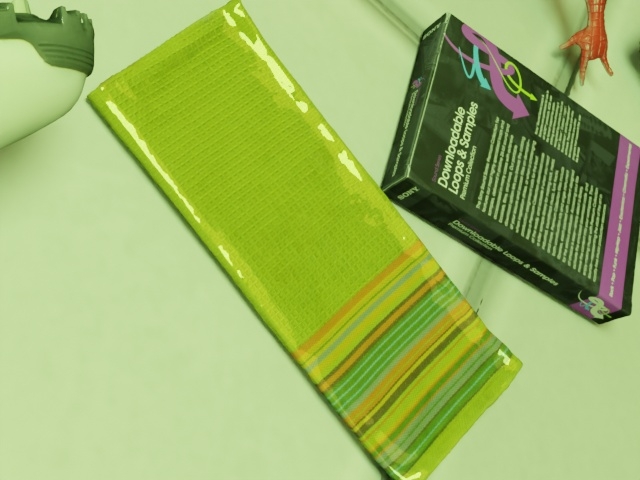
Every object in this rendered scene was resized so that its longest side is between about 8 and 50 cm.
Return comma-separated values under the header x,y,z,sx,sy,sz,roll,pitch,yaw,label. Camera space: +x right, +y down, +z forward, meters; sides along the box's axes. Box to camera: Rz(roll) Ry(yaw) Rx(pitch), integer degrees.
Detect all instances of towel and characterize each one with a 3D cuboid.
x,y,z,sx,sy,sz,roll,pitch,yaw,label
0.000,0.000,0.513,0.237,0.021,0.102,52,52,-6,towel

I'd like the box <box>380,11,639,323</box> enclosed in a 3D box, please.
x,y,z,sx,sy,sz,roll,pitch,yaw,label
0.114,-0.039,0.601,0.162,0.029,0.116,31,57,-22,box

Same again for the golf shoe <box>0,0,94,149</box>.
x,y,z,sx,sy,sz,roll,pitch,yaw,label
-0.188,-0.001,0.353,0.273,0.105,0.120,-29,105,-32,golf shoe

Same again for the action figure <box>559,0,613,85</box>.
x,y,z,sx,sy,sz,roll,pitch,yaw,label
0.226,-0.195,0.671,0.280,0.091,0.139,-13,120,-4,action figure
